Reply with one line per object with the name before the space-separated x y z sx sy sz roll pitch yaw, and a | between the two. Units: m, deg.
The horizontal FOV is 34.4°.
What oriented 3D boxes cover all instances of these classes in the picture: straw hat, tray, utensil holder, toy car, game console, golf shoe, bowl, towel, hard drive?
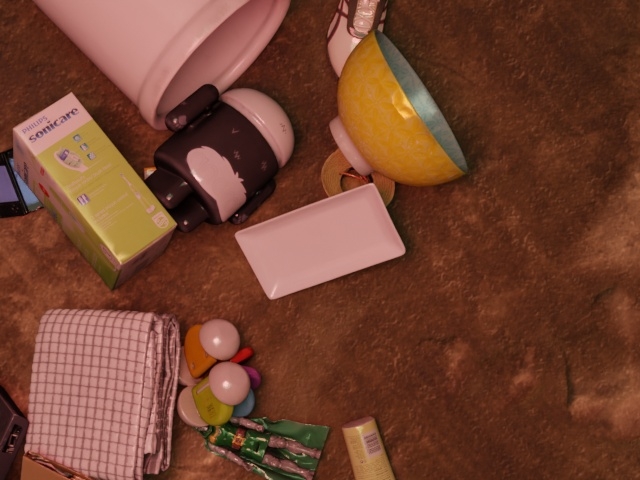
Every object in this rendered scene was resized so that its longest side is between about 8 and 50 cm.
straw hat | 0.061 -0.096 1.840 0.145 0.061 0.144 7 63 -14
tray | 0.000 0.000 1.794 0.271 0.030 0.145 -20 110 19
utensil holder | -0.296 -0.434 1.733 0.327 0.327 0.385 -45 86 -4
toy car | -0.167 0.230 1.776 0.136 0.159 0.181 8 55 -40
game console | -0.535 -0.110 1.828 0.071 0.107 0.122 -25 85 25
golf shoe | 0.070 -0.409 1.840 0.105 0.120 0.272 8 87 -2
bowl | 0.110 -0.196 1.761 0.156 0.289 0.289 -32 86 15
towel | -0.360 0.258 1.744 0.235 0.121 0.283 1 84 21
hard drive | -0.587 0.373 1.745 0.054 0.172 0.254 27 92 -42

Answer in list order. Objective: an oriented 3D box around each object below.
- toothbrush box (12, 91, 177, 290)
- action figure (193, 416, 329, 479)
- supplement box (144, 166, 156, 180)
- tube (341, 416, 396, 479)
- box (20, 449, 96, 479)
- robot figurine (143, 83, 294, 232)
toothbrush box | -0.386 -0.076 1.745 0.122 0.206 0.283 -37 88 -21
action figure | -0.116 0.356 1.804 0.232 0.063 0.137 18 88 4
supplement box | -0.279 -0.081 1.845 0.062 0.036 0.098 -4 85 -2
tube | 0.098 0.430 1.805 0.070 0.062 0.240 -17 91 41
box | -0.430 0.442 1.736 0.165 0.201 0.021 24 45 2
robot figurine | -0.173 -0.140 1.773 0.173 0.209 0.278 42 72 12
